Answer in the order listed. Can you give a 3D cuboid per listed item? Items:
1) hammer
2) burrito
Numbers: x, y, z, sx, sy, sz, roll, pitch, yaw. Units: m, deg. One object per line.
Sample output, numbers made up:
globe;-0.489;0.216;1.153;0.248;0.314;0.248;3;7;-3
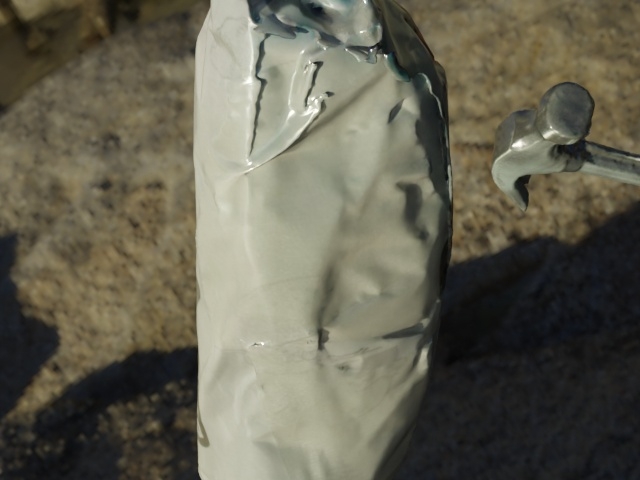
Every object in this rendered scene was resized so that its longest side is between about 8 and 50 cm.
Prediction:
hammer;0.203;-0.024;0.710;0.103;0.246;0.029;141;140;-66
burrito;0.000;0.000;0.722;0.139;0.445;0.101;-12;40;-17
